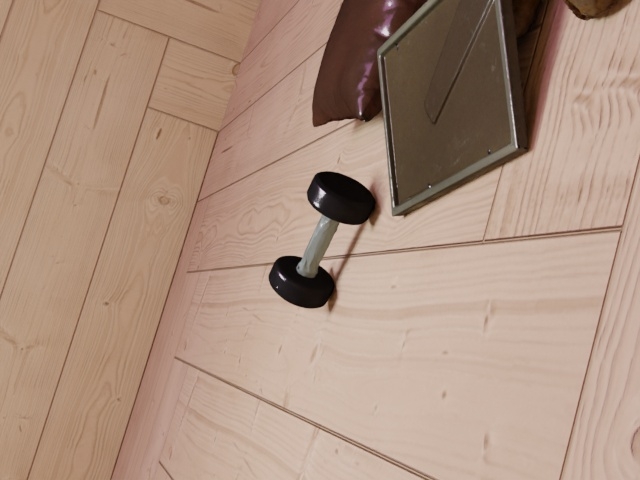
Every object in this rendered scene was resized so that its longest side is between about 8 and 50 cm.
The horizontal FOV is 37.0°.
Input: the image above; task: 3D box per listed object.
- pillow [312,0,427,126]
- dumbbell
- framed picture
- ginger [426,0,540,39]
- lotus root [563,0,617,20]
[{"bbox_3d":[0.086,-0.316,1.461,0.305,0.108,0.308,-69,15,0],"label":"pillow"},{"bbox_3d":[0.000,0.000,1.420,0.100,0.100,0.191,-101,33,-61],"label":"dumbbell"},{"bbox_3d":[0.145,-0.176,1.137,0.324,0.020,0.240,148,120,-67],"label":"framed picture"},{"bbox_3d":[0.207,-0.308,1.112,0.333,0.080,0.166,-158,69,-70],"label":"ginger"},{"bbox_3d":[0.295,-0.331,0.821,0.329,0.078,0.167,128,153,-52],"label":"lotus root"}]
